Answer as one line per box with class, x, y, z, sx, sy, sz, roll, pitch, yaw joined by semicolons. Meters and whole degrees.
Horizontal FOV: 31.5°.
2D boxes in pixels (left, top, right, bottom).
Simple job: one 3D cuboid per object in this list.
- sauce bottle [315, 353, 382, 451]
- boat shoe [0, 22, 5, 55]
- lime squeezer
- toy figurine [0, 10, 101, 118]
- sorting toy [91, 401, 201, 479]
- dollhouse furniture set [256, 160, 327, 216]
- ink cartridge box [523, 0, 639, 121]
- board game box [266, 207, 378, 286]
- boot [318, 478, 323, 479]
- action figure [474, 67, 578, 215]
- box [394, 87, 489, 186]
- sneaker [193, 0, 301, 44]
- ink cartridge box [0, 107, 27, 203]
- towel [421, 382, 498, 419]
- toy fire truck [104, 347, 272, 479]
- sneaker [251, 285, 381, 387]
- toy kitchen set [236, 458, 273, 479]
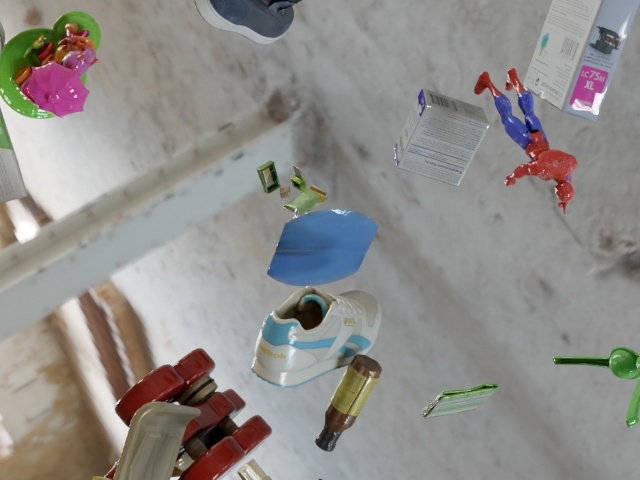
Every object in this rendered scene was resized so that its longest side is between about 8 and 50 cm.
sauce bottle;0.031;0.201;1.396;0.042;0.042;0.128;42;111;36
boat shoe;-0.520;-0.202;1.320;0.103;0.302;0.113;-100;1;-54
lime squeezer;0.462;0.212;1.746;0.059;0.110;0.310;51;180;-14
toy figurine;-0.347;-0.230;1.545;0.130;0.173;0.159;46;173;-31
sorting toy;-0.215;0.277;1.213;0.041;0.229;0.307;19;172;10
dollhouse furniture set;-0.058;-0.106;2.208;0.151;0.076;0.058;29;144;47
ink cartridge box;0.370;-0.329;1.523;0.186;0.065;0.311;-110;33;-71
board game box;0.000;0.000;1.547;0.169;0.133;0.033;112;151;-48
boot;-0.033;0.331;1.124;0.106;0.219;0.082;45;141;19
action figure;0.338;-0.142;1.861;0.139;0.091;0.280;96;158;-46
box;0.214;-0.184;2.031;0.072;0.126;0.137;-96;26;-57
sneaker;-0.051;-0.346;1.576;0.163;0.226;0.086;-24;85;25
ink cartridge box;-0.519;-0.111;1.497;0.092;0.219;0.160;-124;21;-52
towel;0.257;0.295;2.110;0.152;0.113;0.023;113;146;-65
toy fire truck;-0.227;0.306;1.622;0.169;0.254;0.302;48;-166;7
sneaker;0.009;0.101;1.400;0.087;0.228;0.092;26;118;26
toy kitchen set;-0.047;0.226;0.846;0.068;0.075;0.083;36;157;56
